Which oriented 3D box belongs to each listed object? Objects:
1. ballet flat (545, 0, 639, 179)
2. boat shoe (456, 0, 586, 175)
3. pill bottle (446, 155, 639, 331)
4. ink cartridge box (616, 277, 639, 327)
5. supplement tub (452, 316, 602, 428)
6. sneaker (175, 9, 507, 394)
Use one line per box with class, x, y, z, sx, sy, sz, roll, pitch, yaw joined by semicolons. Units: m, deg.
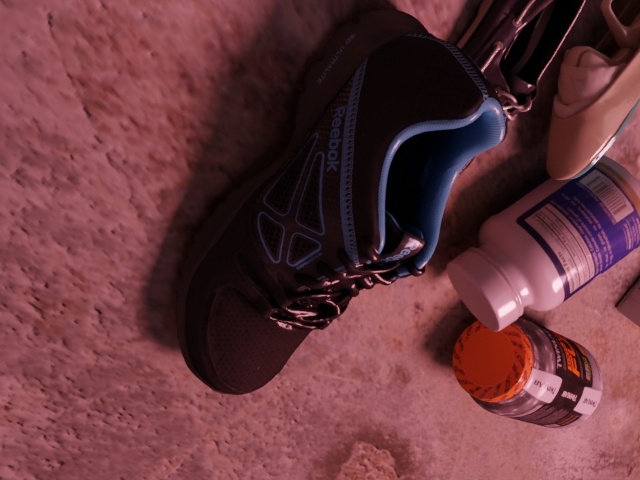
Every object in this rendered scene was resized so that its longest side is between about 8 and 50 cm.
ballet flat;0.268;-0.173;0.619;0.086;0.086;0.248;24;105;-43
boat shoe;0.146;-0.133;0.564;0.075;0.065;0.206;7;118;-38
pill bottle;0.226;0.005;0.691;0.187;0.112;0.112;-34;135;-7
ink cartridge box;0.536;0.098;0.960;0.176;0.128;0.127;17;112;-41
supplement tub;0.246;0.157;0.818;0.190;0.117;0.117;24;107;-44
sneaker;0.000;0.000;0.514;0.125;0.139;0.340;11;117;-41
